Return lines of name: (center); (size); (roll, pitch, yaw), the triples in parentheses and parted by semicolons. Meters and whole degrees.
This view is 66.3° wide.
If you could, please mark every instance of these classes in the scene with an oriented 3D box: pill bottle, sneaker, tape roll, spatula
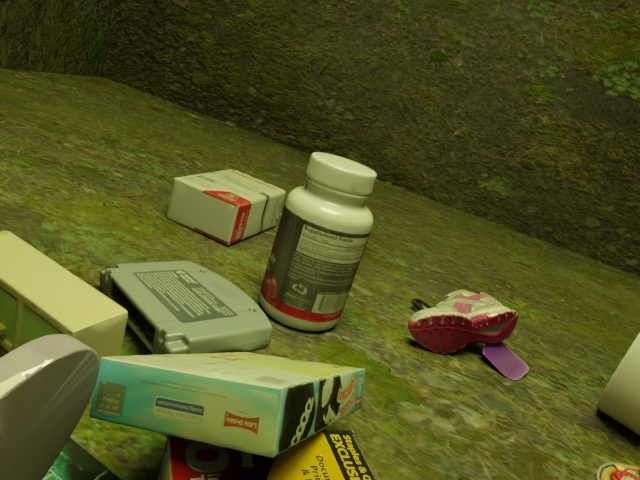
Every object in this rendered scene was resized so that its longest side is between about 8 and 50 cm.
pill bottle: (0.000, 0.000, 0.961); (0.176, 0.319, 0.176); (16, 18, -5)
sneaker: (0.295, 0.169, 1.067); (0.252, 0.103, 0.111); (0, 27, -21)
tape roll: (0.668, 0.243, 0.966); (0.100, 0.287, 0.286); (32, 23, 36)
spatula: (0.326, 0.213, 1.113); (0.296, 0.031, 0.084); (31, 35, 35)

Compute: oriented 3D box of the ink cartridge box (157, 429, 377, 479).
ink cartridge box: (0.007, 0.314, 0.403); (0.271, 0.130, 0.309); (10, 20, -25)

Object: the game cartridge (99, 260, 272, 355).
game cartridge: (-0.222, 0.109, 0.819); (0.198, 0.062, 0.297); (4, 16, -43)

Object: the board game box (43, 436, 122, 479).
board game box: (-0.292, 0.241, 0.482); (0.186, 0.026, 0.126); (26, 21, 21)

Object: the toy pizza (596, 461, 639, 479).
toy pizza: (0.532, 0.415, 0.751); (0.201, 0.032, 0.201); (17, 19, -6)

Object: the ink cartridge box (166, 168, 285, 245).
ink cartridge box: (-0.244, -0.100, 1.322); (0.196, 0.114, 0.273); (23, 21, 16)

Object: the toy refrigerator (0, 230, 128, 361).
toy refrigerator: (-0.402, 0.091, 0.678); (0.269, 0.102, 0.094); (27, 21, 21)

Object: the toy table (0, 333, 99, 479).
toy table: (-0.318, 0.157, 0.353); (0.160, 0.252, 0.274); (29, 51, 9)

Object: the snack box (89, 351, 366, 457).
snack box: (-0.073, 0.170, 0.565); (0.186, 0.060, 0.322); (4, -10, 19)
